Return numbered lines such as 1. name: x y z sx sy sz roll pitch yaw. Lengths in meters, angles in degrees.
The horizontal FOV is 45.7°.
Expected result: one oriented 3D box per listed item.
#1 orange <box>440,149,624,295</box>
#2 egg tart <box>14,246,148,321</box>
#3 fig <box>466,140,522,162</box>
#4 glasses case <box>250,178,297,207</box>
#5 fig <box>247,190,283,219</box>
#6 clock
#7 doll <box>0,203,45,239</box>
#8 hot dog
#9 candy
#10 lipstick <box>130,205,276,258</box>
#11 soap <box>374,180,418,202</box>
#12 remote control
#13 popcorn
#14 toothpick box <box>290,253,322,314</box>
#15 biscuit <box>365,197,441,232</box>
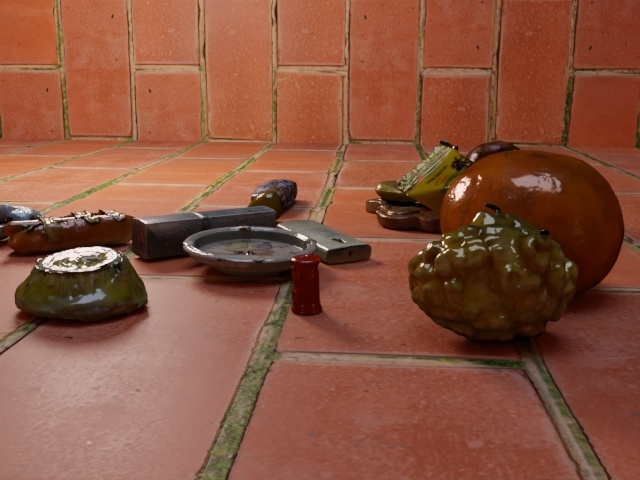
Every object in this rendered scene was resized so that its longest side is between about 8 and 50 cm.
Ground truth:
1. orange: 0.334 -0.028 1.206 0.283 0.226 0.284 1 18 0
2. egg tart: -0.352 0.062 1.114 0.197 0.078 0.197 -2 14 0
3. fig: 0.446 -0.127 1.777 0.290 0.191 0.190 7 5 -45
4. glasses case: -0.112 -0.117 1.919 0.086 0.065 0.248 4 12 7
5. fig: -0.128 -0.075 1.730 0.087 0.074 0.074 -16 14 -2
6. clock: -0.122 0.024 1.333 0.236 0.053 0.236 1 15 0
7. doll: -0.646 -0.035 1.522 0.179 0.075 0.120 -10 13 -40
8. hot dog: -0.484 -0.020 1.482 0.269 0.072 0.109 -7 12 -33
9. candy: 0.326 -0.100 1.619 0.297 0.081 0.187 33 62 30
10. lipstick: -0.218 -0.020 1.471 0.289 0.076 0.077 -9 15 -36
11. soap: 0.195 -0.114 1.776 0.140 0.045 0.089 10 18 39
12. remote control: 0.000 0.000 1.479 0.098 0.038 0.233 -7 16 -28
13. popcorn: 0.223 0.043 1.005 0.217 0.170 0.189 7 15 1
14. toothpick box: -0.021 0.062 1.104 0.047 0.083 0.047 -1 13 0
15. biscuit: 0.204 -0.064 1.760 0.183 0.047 0.319 -1 11 -20
